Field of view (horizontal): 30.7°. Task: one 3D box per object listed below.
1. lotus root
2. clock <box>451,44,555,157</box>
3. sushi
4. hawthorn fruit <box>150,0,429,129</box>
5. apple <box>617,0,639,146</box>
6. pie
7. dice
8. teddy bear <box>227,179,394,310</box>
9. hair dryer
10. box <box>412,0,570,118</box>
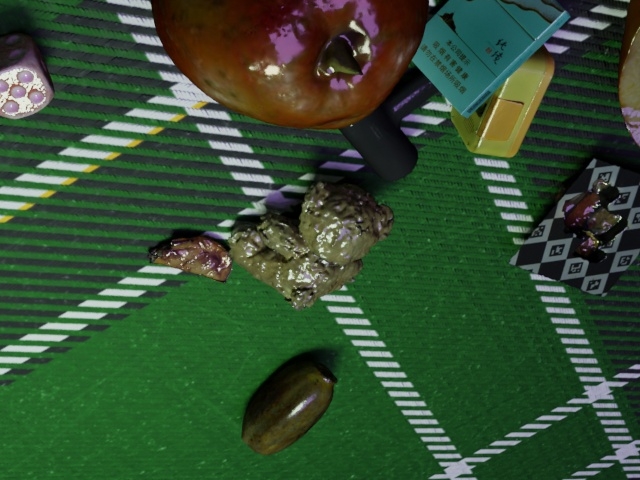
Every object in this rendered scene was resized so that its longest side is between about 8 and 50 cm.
[{"bbox_3d":[-0.069,0.338,2.360,0.123,0.124,0.241,15,123,-45],"label":"lotus root"},{"bbox_3d":[0.308,-0.254,1.977,0.096,0.143,0.202,4,128,-23],"label":"clock"},{"bbox_3d":[0.547,-0.037,2.329,0.292,0.059,0.294,17,121,-33],"label":"sushi"},{"bbox_3d":[-0.021,-0.327,1.611,0.403,0.403,0.403,-12,133,-13],"label":"hawthorn fruit"},{"bbox_3d":[0.673,-0.318,1.982,0.329,0.295,0.365,-48,134,-19],"label":"apple"},{"bbox_3d":[-0.224,0.030,2.083,0.170,0.034,0.092,13,127,-31],"label":"pie"},{"bbox_3d":[-0.448,-0.240,1.707,0.091,0.093,0.094,-21,134,-4],"label":"dice"},{"bbox_3d":[0.000,0.000,2.070,0.267,0.156,0.256,20,118,-33],"label":"teddy bear"},{"bbox_3d":[0.153,-0.234,1.979,0.251,0.089,0.197,-38,133,4],"label":"hair dryer"},{"bbox_3d":[0.262,-0.334,1.871,0.229,0.162,0.041,-44,158,15],"label":"box"}]
